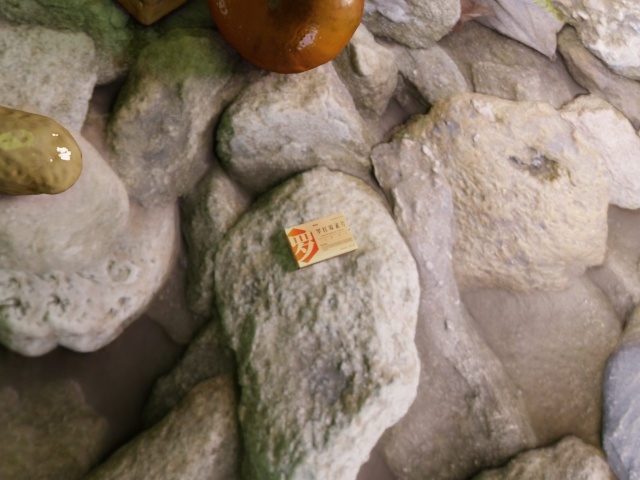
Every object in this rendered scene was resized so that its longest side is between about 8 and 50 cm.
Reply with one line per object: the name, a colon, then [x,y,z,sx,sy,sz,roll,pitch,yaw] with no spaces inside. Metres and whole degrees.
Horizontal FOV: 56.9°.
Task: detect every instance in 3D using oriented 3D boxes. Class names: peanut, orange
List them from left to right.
peanut: [-0.419,-0.135,0.706,0.274,0.111,0.125,24,61,-10]
orange: [-0.044,-0.360,0.832,0.240,0.240,0.171,37,33,0]

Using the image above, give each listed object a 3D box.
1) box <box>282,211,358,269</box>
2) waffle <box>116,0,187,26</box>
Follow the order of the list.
box: [0.000,0.000,0.819,0.093,0.015,0.058,-17,77,-21]
waffle: [-0.285,-0.485,0.883,0.308,0.091,0.213,45,65,4]
